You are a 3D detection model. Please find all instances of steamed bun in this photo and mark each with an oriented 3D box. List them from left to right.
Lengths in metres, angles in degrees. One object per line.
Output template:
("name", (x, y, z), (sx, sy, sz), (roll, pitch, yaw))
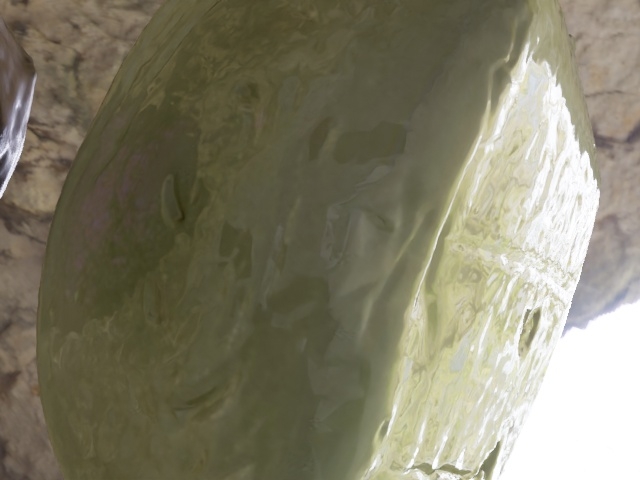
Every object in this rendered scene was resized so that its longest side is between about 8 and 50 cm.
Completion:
("steamed bun", (0.000, 0.000, 0.703), (0.456, 0.290, 0.371), (-67, -27, -9))

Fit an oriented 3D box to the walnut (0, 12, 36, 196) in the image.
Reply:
("walnut", (-0.302, -0.080, 0.589), (0.273, 0.227, 0.273), (-13, -31, -8))
